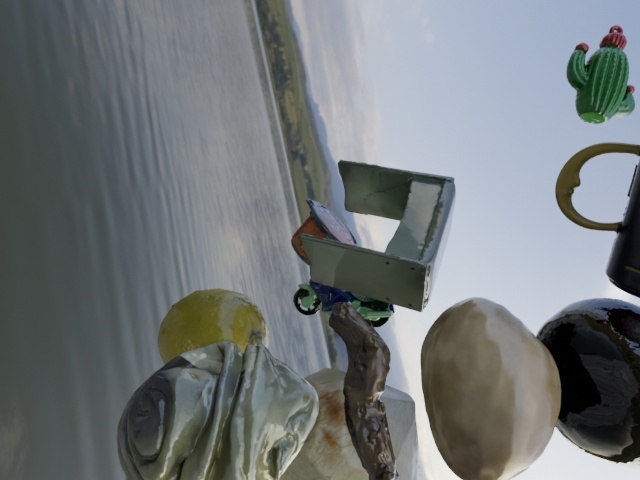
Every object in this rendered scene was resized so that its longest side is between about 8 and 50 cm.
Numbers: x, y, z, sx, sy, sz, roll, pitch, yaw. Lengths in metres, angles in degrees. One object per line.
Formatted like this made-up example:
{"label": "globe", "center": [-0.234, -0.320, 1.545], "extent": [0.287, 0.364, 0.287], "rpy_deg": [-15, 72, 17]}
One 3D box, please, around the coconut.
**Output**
{"label": "coconut", "center": [0.065, 0.512, 1.116], "extent": [0.344, 0.416, 0.414], "rpy_deg": [57, 20, -80]}

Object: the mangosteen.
{"label": "mangosteen", "center": [0.544, 0.237, 0.814], "extent": [0.296, 0.314, 0.296], "rpy_deg": [54, -16, 24]}

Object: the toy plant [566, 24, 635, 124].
{"label": "toy plant", "center": [0.647, -0.386, 1.042], "extent": [0.088, 0.155, 0.240], "rpy_deg": [118, -32, -81]}

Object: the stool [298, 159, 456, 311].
{"label": "stool", "center": [0.131, -0.017, 0.971], "extent": [0.170, 0.270, 0.243], "rpy_deg": [79, 31, -49]}

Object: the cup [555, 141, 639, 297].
{"label": "cup", "center": [0.544, -0.047, 0.729], "extent": [0.255, 0.179, 0.255], "rpy_deg": [33, -60, 55]}

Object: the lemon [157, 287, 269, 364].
{"label": "lemon", "center": [-0.269, 0.243, 1.131], "extent": [0.284, 0.261, 0.260], "rpy_deg": [7, -68, 57]}

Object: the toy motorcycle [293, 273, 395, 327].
{"label": "toy motorcycle", "center": [0.079, 0.172, 1.446], "extent": [0.125, 0.332, 0.196], "rpy_deg": [-40, 138, -76]}

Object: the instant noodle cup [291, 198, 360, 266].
{"label": "instant noodle cup", "center": [0.000, 0.000, 1.239], "extent": [0.208, 0.125, 0.178], "rpy_deg": [49, 16, 10]}

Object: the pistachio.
{"label": "pistachio", "center": [0.279, 0.242, 0.757], "extent": [0.229, 0.230, 0.308], "rpy_deg": [83, 17, -64]}

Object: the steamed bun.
{"label": "steamed bun", "center": [-0.216, 0.328, 0.787], "extent": [0.237, 0.394, 0.346], "rpy_deg": [50, 11, -33]}

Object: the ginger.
{"label": "ginger", "center": [0.073, 0.233, 0.703], "extent": [0.122, 0.084, 0.289], "rpy_deg": [88, -7, -66]}
